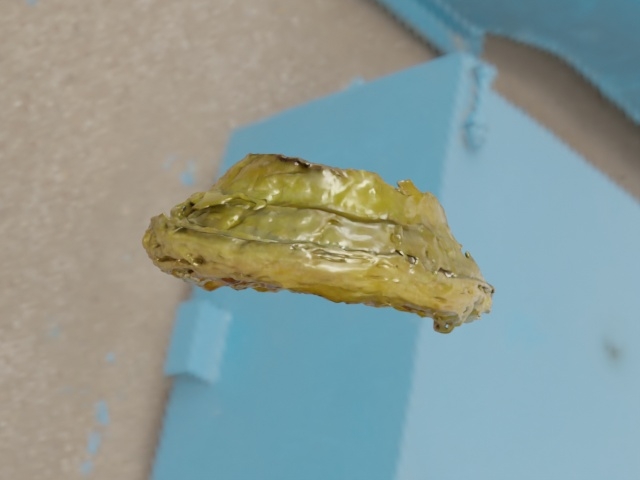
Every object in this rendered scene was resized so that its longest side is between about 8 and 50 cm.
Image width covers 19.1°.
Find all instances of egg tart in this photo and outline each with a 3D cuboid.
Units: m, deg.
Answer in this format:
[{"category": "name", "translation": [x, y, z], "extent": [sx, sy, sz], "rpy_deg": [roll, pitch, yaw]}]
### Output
[{"category": "egg tart", "translation": [0.000, 0.000, 0.675], "extent": [0.130, 0.130, 0.052], "rpy_deg": [13, 85, -45]}]
